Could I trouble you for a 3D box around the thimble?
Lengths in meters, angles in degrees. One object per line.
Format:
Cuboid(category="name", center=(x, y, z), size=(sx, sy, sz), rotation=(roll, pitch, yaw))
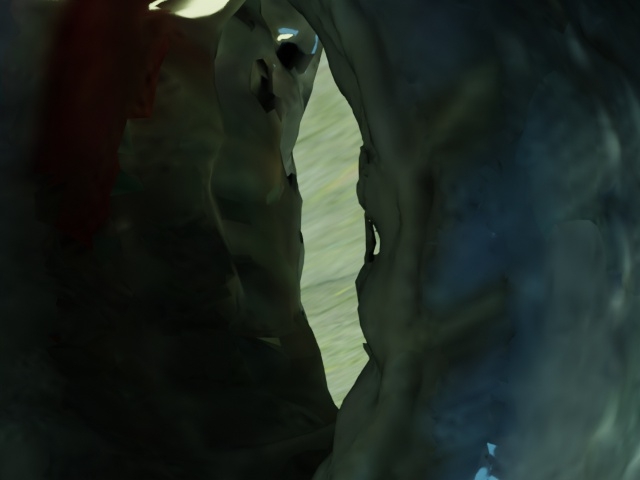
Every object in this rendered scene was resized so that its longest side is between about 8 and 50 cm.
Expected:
Cuboid(category="thimble", center=(0.000, 0.000, 0.467), size=(0.205, 0.236, 0.172), rotation=(-41, 158, 29))
